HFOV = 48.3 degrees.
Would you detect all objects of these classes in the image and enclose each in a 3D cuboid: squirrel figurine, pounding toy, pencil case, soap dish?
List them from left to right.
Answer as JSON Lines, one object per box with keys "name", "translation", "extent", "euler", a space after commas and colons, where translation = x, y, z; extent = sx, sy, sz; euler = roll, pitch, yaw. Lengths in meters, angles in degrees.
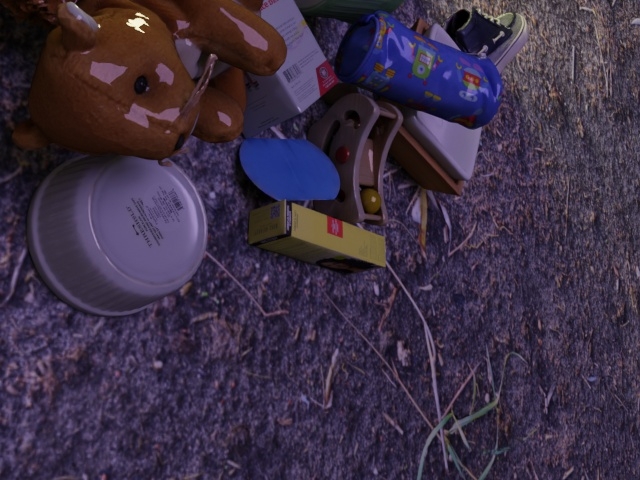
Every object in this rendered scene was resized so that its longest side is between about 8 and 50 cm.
{"name": "squirrel figurine", "translation": [-0.240, -0.258, 0.813], "extent": [0.397, 0.281, 0.370], "euler": [39, 43, -10]}
{"name": "pounding toy", "translation": [0.083, -0.154, 1.216], "extent": [0.154, 0.154, 0.270], "euler": [5, 75, -46]}
{"name": "pencil case", "translation": [0.176, -0.290, 1.219], "extent": [0.306, 0.119, 0.133], "euler": [13, 98, -29]}
{"name": "soap dish", "translation": [0.218, -0.261, 1.420], "extent": [0.229, 0.118, 0.291], "euler": [40, 52, -32]}

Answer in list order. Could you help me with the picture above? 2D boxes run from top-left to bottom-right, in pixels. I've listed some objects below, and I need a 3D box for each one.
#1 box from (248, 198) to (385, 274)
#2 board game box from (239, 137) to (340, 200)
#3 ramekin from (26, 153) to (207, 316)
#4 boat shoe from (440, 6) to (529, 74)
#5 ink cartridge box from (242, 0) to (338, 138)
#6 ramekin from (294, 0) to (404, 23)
{"name": "box", "translation": [0.000, 0.000, 1.132], "extent": [0.232, 0.087, 0.058], "euler": [19, 65, -42]}
{"name": "board game box", "translation": [-0.051, -0.103, 1.124], "extent": [0.168, 0.033, 0.133], "euler": [-4, 53, -33]}
{"name": "ramekin", "translation": [-0.235, -0.016, 0.867], "extent": [0.207, 0.109, 0.207], "euler": [17, 66, -43]}
{"name": "boat shoe", "translation": [0.377, -0.484, 1.648], "extent": [0.158, 0.127, 0.341], "euler": [59, 44, -27]}
{"name": "ink cartridge box", "translation": [-0.086, -0.274, 1.088], "extent": [0.128, 0.127, 0.176], "euler": [-47, 113, -44]}
{"name": "ramekin", "translation": [0.018, -0.506, 1.154], "extent": [0.148, 0.303, 0.304], "euler": [-16, 90, -40]}
